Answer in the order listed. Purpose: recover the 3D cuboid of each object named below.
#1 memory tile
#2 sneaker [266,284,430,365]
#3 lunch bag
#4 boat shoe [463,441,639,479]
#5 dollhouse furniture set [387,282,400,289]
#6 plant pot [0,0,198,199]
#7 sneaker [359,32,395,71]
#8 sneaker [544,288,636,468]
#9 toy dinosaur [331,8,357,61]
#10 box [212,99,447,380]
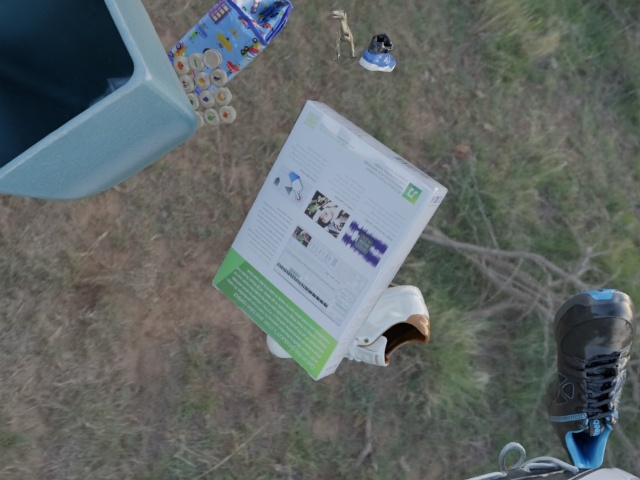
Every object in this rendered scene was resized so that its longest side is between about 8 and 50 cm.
[{"bbox_3d":[-0.229,-0.298,1.387,0.012,0.113,0.148,-47,129,-56],"label":"memory tile"},{"bbox_3d":[0.049,0.166,1.214,0.290,0.106,0.123,-16,47,2],"label":"sneaker"},{"bbox_3d":[-0.194,-0.485,1.653,0.138,0.221,0.293,49,31,-12],"label":"lunch bag"},{"bbox_3d":[0.209,0.263,0.679,0.306,0.105,0.113,4,106,-43],"label":"boat shoe"},{"bbox_3d":[0.055,0.077,1.518,0.242,0.161,0.212,41,81,-21],"label":"dollhouse furniture set"},{"bbox_3d":[-0.301,-0.199,0.919,0.248,0.247,0.252,63,12,16],"label":"plant pot"},{"bbox_3d":[0.159,-0.471,1.745,0.058,0.085,0.152,42,31,19],"label":"sneaker"},{"bbox_3d":[0.432,0.219,1.093,0.140,0.124,0.341,-86,169,-50],"label":"sneaker"},{"bbox_3d":[0.051,-0.422,1.452,0.053,0.183,0.093,2,91,3],"label":"toy dinosaur"},{"bbox_3d":[0.000,0.000,0.989,0.232,0.322,0.058,40,20,24],"label":"box"}]
